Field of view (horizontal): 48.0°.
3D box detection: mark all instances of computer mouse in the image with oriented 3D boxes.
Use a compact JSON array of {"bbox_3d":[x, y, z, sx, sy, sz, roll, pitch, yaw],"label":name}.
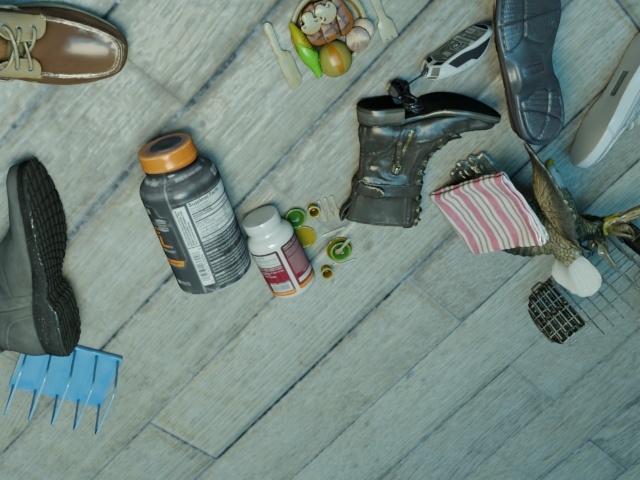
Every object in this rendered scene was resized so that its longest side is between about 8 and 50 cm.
[{"bbox_3d":[0.199,-0.274,1.144,0.193,0.106,0.042,-35,121,-1],"label":"computer mouse"}]

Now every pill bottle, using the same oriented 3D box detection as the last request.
[{"bbox_3d":[-0.207,-0.045,1.151,0.130,0.130,0.246,-18,119,-3],"label":"pill bottle"},{"bbox_3d":[-0.074,0.019,1.239,0.086,0.086,0.152,-24,120,1],"label":"pill bottle"}]

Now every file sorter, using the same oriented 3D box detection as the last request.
[{"bbox_3d":[-0.454,0.259,1.270,0.170,0.104,0.118,19,112,-21],"label":"file sorter"}]

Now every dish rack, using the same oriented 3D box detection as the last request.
[{"bbox_3d":[0.521,0.086,1.344,0.271,0.208,0.074,-44,108,13],"label":"dish rack"}]

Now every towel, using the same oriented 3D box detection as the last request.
[{"bbox_3d":[0.281,-0.040,1.226,0.029,0.197,0.144,-45,105,-26],"label":"towel"}]

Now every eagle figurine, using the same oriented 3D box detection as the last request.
[{"bbox_3d":[0.394,-0.051,1.256,0.298,0.225,0.226,11,125,-29],"label":"eagle figurine"}]

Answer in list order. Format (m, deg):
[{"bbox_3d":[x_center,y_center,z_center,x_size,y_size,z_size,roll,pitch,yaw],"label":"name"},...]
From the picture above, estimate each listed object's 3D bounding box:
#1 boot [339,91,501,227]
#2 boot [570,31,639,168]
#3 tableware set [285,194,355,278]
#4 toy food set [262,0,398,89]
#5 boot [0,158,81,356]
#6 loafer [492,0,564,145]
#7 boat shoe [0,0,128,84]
[{"bbox_3d":[0.164,-0.128,1.223,0.263,0.091,0.229,-1,120,-3],"label":"boot"},{"bbox_3d":[0.549,-0.224,1.243,0.123,0.095,0.258,22,110,-15],"label":"boot"},{"bbox_3d":[0.000,0.000,1.281,0.104,0.024,0.154,-20,120,-1],"label":"tableware set"},{"bbox_3d":[0.018,-0.320,1.108,0.192,0.038,0.132,-27,119,2],"label":"toy food set"},{"bbox_3d":[-0.523,0.042,1.140,0.222,0.118,0.338,-1,105,3],"label":"boot"},{"bbox_3d":[0.322,-0.305,1.156,0.109,0.095,0.303,-13,105,-9],"label":"loafer"},{"bbox_3d":[-0.434,-0.268,0.990,0.324,0.116,0.123,2,117,-14],"label":"boat shoe"}]
